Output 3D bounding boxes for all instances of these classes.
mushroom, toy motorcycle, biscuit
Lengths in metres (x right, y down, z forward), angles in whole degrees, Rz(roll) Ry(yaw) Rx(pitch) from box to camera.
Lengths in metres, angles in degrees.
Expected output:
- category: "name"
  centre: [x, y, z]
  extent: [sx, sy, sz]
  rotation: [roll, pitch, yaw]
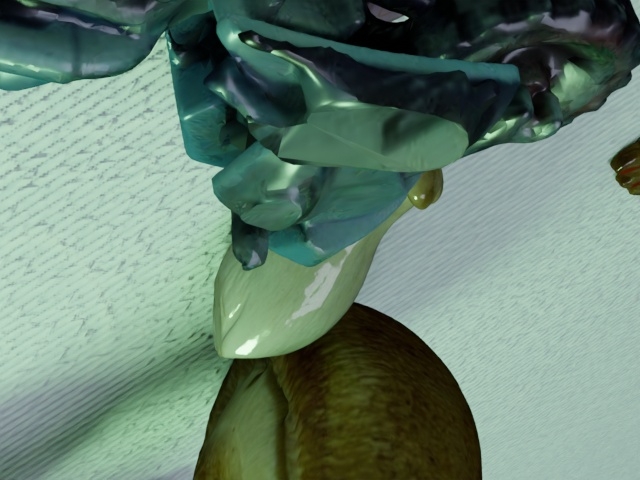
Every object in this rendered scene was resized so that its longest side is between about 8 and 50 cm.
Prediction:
- category: "mushroom"
  centre: [0.001, 0.001, 1.078]
  extent: [0.212, 0.088, 0.097]
  rotation: [-48, 163, 14]
- category: "mushroom"
  centre: [-0.028, 0.210, 1.154]
  extent: [0.260, 0.345, 0.345]
  rotation: [6, 140, -20]
- category: "toy motorcycle"
  centre: [-0.045, -0.085, 0.744]
  extent: [0.416, 0.172, 0.232]
  rotation: [9, 149, -39]
- category: "biscuit"
  centre: [0.303, -0.074, 1.410]
  extent: [0.119, 0.019, 0.130]
  rotation: [-31, 156, -8]

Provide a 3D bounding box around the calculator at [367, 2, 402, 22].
- category: "calculator"
  centre: [0.124, -0.236, 0.859]
  extent: [0.294, 0.043, 0.194]
  rotation: [-34, 156, -10]
